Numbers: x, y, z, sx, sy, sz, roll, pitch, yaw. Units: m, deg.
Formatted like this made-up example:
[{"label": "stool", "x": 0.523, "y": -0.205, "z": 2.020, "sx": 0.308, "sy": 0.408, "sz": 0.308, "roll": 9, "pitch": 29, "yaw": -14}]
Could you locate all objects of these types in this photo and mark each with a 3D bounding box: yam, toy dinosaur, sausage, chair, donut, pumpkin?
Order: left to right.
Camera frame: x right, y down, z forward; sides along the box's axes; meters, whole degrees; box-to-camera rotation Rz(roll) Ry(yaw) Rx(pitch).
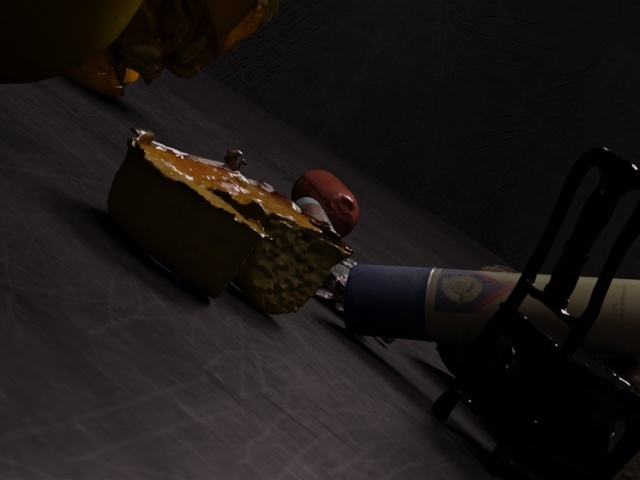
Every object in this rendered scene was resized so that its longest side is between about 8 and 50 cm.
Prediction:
[{"label": "pumpkin", "x": -0.202, "y": -0.292, "z": 1.818, "sx": 0.256, "sy": 0.303, "sz": 0.225, "roll": 60, "pitch": 7, "yaw": -13}, {"label": "donut", "x": -0.073, "y": -0.012, "z": 1.110, "sx": 0.146, "sy": 0.078, "sz": 0.181, "roll": 35, "pitch": 12, "yaw": 23}, {"label": "sausage", "x": 0.004, "y": -0.042, "z": 1.887, "sx": 0.062, "sy": 0.062, "sz": 0.154, "roll": 32, "pitch": 5, "yaw": -16}, {"label": "toy dinosaur", "x": 0.021, "y": 0.035, "z": 1.421, "sx": 0.082, "sy": 0.039, "sz": 0.209, "roll": 31, "pitch": 5, "yaw": -15}, {"label": "yam", "x": 0.201, "y": 0.118, "z": 1.343, "sx": 0.131, "sy": 0.131, "sz": 0.280, "roll": 31, "pitch": 3, "yaw": -30}, {"label": "chair", "x": 0.187, "y": 0.063, "z": 1.157, "sx": 0.113, "sy": 0.229, "sz": 0.106, "roll": 28, "pitch": 8, "yaw": -30}]

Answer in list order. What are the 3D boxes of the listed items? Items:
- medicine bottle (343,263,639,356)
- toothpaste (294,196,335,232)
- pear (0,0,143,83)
[{"label": "medicine bottle", "x": 0.135, "y": 0.053, "z": 1.270, "sx": 0.231, "sy": 0.059, "sz": 0.059, "roll": 3, "pitch": -3, "yaw": 15}, {"label": "toothpaste", "x": 0.000, "y": 0.000, "z": 1.653, "sx": 0.056, "sy": 0.036, "sz": 0.205, "roll": 32, "pitch": 10, "yaw": -16}, {"label": "pear", "x": -0.244, "y": -0.285, "z": 1.054, "sx": 0.362, "sy": 0.362, "sz": 0.418, "roll": 37, "pitch": -21, "yaw": 30}]
